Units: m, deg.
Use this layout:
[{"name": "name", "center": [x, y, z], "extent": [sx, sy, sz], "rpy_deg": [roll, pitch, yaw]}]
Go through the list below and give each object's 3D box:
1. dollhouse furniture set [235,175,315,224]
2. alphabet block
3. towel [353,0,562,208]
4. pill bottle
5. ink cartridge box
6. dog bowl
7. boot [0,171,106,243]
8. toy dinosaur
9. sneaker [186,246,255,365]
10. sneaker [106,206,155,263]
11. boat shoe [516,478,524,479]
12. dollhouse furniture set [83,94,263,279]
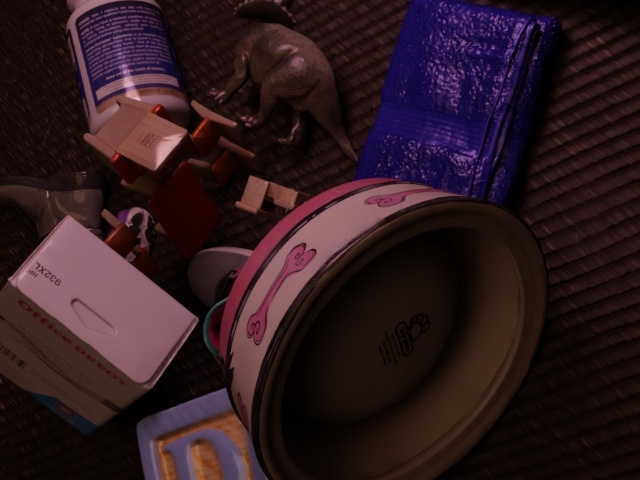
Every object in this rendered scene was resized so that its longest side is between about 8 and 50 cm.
[{"name": "dollhouse furniture set", "center": [0.000, 0.000, 1.573], "extent": [0.182, 0.161, 0.101], "rpy_deg": [21, 93, 33]}, {"name": "alphabet block", "center": [-0.093, 0.299, 1.560], "extent": [0.193, 0.197, 0.192], "rpy_deg": [-21, 72, 28]}, {"name": "towel", "center": [0.165, -0.161, 1.549], "extent": [0.228, 0.076, 0.308], "rpy_deg": [18, 92, 32]}, {"name": "pill bottle", "center": [-0.296, -0.277, 1.807], "extent": [0.153, 0.153, 0.264], "rpy_deg": [-26, 70, 26]}, {"name": "ink cartridge box", "center": [-0.330, 0.125, 1.637], "extent": [0.129, 0.223, 0.307], "rpy_deg": [-55, 9, -31]}, {"name": "dog bowl", "center": [0.063, 0.107, 1.393], "extent": [0.150, 0.408, 0.408], "rpy_deg": [39, 103, 46]}, {"name": "boot", "center": [-0.436, -0.021, 1.898], "extent": [0.246, 0.083, 0.161], "rpy_deg": [-2, 87, 33]}, {"name": "toy dinosaur", "center": [-0.051, -0.230, 1.669], "extent": [0.313, 0.121, 0.160], "rpy_deg": [51, 122, 32]}, {"name": "sneaker", "center": [-0.108, 0.093, 1.609], "extent": [0.295, 0.178, 0.124], "rpy_deg": [25, 104, 32]}, {"name": "sneaker", "center": [-0.299, 0.033, 1.822], "extent": [0.071, 0.068, 0.170], "rpy_deg": [4, 75, 47]}, {"name": "boat shoe", "center": [0.274, 0.406, 1.381], "extent": [0.088, 0.096, 0.267], "rpy_deg": [-37, 73, 16]}, {"name": "dollhouse furniture set", "center": [-0.201, -0.068, 1.623], "extent": [0.135, 0.259, 0.262], "rpy_deg": [27, 71, 31]}]
